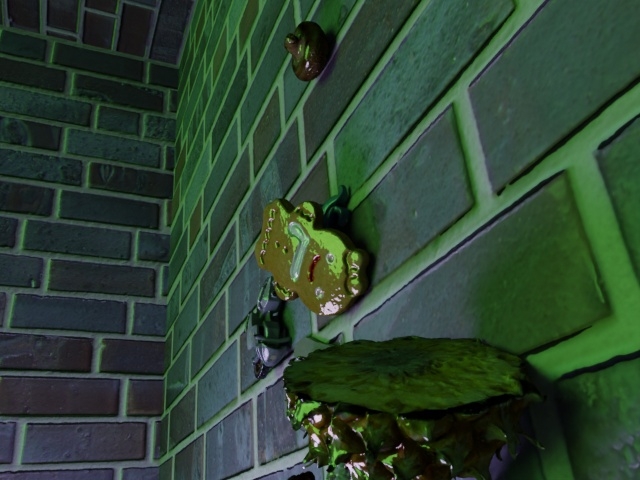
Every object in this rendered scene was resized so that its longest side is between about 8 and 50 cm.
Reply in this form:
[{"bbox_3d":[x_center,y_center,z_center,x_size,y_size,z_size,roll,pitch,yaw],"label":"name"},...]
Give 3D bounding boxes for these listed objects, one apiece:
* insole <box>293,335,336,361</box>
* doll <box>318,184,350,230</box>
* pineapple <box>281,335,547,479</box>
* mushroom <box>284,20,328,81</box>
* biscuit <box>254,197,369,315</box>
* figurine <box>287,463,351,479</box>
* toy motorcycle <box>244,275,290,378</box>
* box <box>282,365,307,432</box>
[{"bbox_3d":[-0.011,0.204,1.044,0.192,0.010,0.063,165,110,-65],"label":"insole"},{"bbox_3d":[0.000,0.000,1.014,0.110,0.067,0.206,44,112,50],"label":"doll"},{"bbox_3d":[0.088,0.252,0.563,0.262,0.262,0.272,-173,79,-68],"label":"pineapple"},{"bbox_3d":[-0.024,-0.379,1.167,0.109,0.084,0.126,67,-171,-56],"label":"mushroom"},{"bbox_3d":[-0.022,0.032,0.960,0.248,0.035,0.184,35,118,35],"label":"biscuit"},{"bbox_3d":[-0.005,0.404,0.832,0.240,0.115,0.175,135,137,-55],"label":"figurine"},{"bbox_3d":[-0.111,0.175,1.210,0.122,0.080,0.216,145,133,-61],"label":"toy motorcycle"},{"bbox_3d":[0.005,0.259,0.920,0.243,0.055,0.104,169,98,-67],"label":"box"}]
